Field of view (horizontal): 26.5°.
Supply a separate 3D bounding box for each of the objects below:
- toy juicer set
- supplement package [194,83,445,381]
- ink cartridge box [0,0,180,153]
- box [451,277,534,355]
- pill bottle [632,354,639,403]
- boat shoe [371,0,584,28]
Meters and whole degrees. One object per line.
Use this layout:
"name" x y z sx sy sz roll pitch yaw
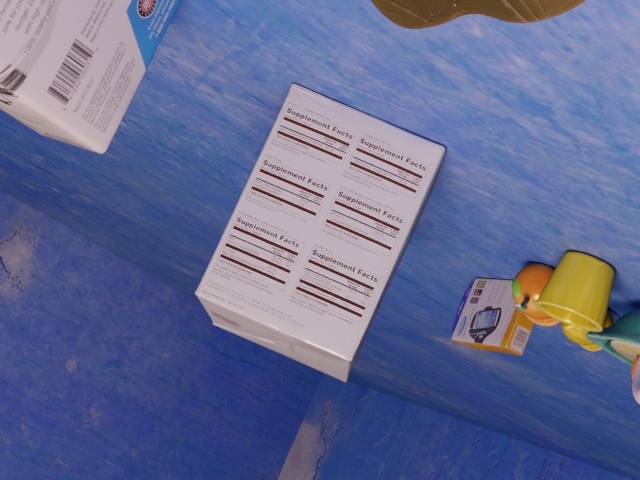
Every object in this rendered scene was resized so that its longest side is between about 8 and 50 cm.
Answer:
"toy juicer set" 0.336 0.119 1.407 0.329 0.090 0.209 26 169 -14
"supplement package" 0.000 0.000 1.234 0.149 0.203 0.194 24 169 4
"ink cartridge box" -0.211 -0.175 0.968 0.086 0.148 0.203 18 167 40
"box" 0.200 0.086 1.565 0.028 0.081 0.136 27 170 -21
"pill bottle" 0.399 0.124 1.171 0.229 0.131 0.131 23 170 3
"boat shoe" 0.090 -0.150 0.740 0.056 0.048 0.153 44 154 -29
